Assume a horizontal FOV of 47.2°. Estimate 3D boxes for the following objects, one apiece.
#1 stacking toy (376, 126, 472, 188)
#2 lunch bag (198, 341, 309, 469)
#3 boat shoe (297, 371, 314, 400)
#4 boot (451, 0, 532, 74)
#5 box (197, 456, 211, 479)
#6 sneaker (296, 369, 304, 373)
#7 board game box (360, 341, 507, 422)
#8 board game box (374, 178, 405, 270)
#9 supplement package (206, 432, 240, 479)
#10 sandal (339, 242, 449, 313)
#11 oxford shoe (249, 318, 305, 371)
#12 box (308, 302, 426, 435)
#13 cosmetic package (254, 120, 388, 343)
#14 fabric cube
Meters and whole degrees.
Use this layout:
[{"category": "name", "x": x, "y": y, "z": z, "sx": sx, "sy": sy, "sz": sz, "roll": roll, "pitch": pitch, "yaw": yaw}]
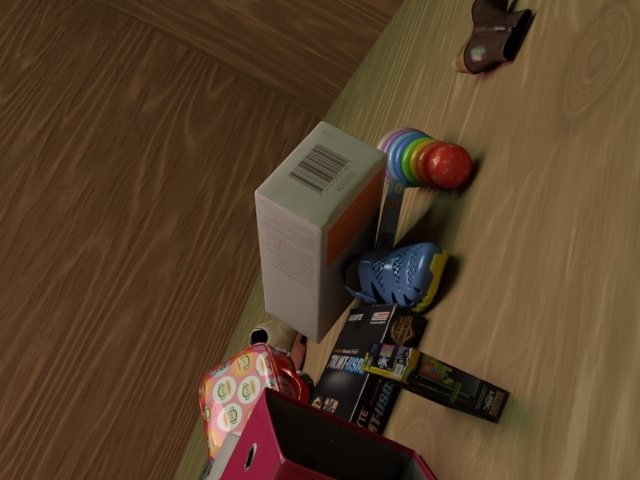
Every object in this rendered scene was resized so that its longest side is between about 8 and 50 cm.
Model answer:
[{"category": "stacking toy", "x": 0.223, "y": -0.169, "z": 1.540, "sx": 0.141, "sy": 0.141, "sz": 0.330, "roll": -63, "pitch": 15, "yaw": 2}, {"category": "lunch bag", "x": -0.133, "y": 0.377, "z": 1.618, "sx": 0.258, "sy": 0.120, "sz": 0.293, "roll": -34, "pitch": 48, "yaw": 19}, {"category": "boat shoe", "x": -0.089, "y": 0.461, "z": 1.702, "sx": 0.099, "sy": 0.116, "sz": 0.319, "roll": 23, "pitch": 77, "yaw": 37}, {"category": "boot", "x": 0.399, "y": -0.476, "z": 1.603, "sx": 0.248, "sy": 0.090, "sz": 0.207, "roll": -64, "pitch": 22, "yaw": -8}, {"category": "box", "x": -0.297, "y": 0.724, "z": 2.007, "sx": 0.395, "sy": 0.097, "sz": 0.318, "roll": -67, "pitch": 12, "yaw": -18}, {"category": "sneaker", "x": -0.094, "y": 0.417, "z": 1.823, "sx": 0.192, "sy": 0.064, "sz": 0.086, "roll": -59, "pitch": 6, "yaw": 7}, {"category": "board game box", "x": 0.146, "y": 0.186, "z": 0.983, "sx": 0.048, "sy": 0.141, "sz": 0.170, "roll": -68, "pitch": 11, "yaw": -10}, {"category": "board game box", "x": 0.140, "y": -0.001, "z": 1.571, "sx": 0.211, "sy": 0.039, "sz": 0.160, "roll": 95, "pitch": -171, "yaw": -47}, {"category": "supplement package", "x": -0.108, "y": 0.485, "z": 1.342, "sx": 0.194, "sy": 0.203, "sz": 0.149, "roll": -67, "pitch": 11, "yaw": -15}, {"category": "sandal", "x": 0.130, "y": 0.067, "z": 1.383, "sx": 0.126, "sy": 0.138, "sz": 0.317, "roll": -66, "pitch": 12, "yaw": -22}, {"category": "oxford shoe", "x": -0.122, "y": 0.263, "z": 2.115, "sx": 0.140, "sy": 0.147, "sz": 0.397, "roll": -61, "pitch": 10, "yaw": 20}, {"category": "box", "x": 0.067, "y": 0.267, "z": 1.384, "sx": 0.293, "sy": 0.073, "sz": 0.295, "roll": -67, "pitch": 11, "yaw": -11}, {"category": "cosmetic package", "x": 0.000, "y": 0.000, "z": 1.543, "sx": 0.230, "sy": 0.161, "sz": 0.453, "roll": -50, "pitch": -20, "yaw": -28}, {"category": "fabric cube", "x": -0.008, "y": 0.383, "z": 0.937, "sx": 0.258, "sy": 0.259, "sz": 0.254, "roll": -63, "pitch": 11, "yaw": 3}]
